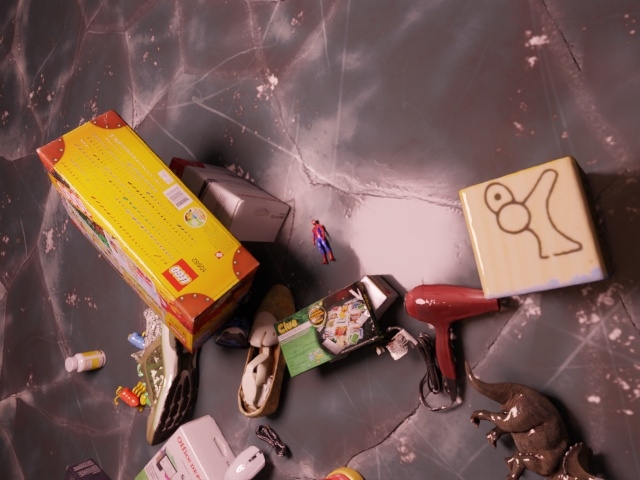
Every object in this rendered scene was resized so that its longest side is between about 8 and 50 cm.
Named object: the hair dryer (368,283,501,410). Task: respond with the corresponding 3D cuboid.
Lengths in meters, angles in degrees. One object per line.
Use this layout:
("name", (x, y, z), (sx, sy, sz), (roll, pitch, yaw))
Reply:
("hair dryer", (0.257, 0.194, 0.999), (0.223, 0.080, 0.293), (44, 119, 12))

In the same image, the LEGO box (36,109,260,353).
("LEGO box", (-0.403, 0.000, 1.167), (0.500, 0.193, 0.372), (45, 153, 7))

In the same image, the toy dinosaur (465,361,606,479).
("toy dinosaur", (0.387, 0.350, 0.885), (0.160, 0.121, 0.313), (-36, 64, 14))

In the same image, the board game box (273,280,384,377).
("board game box", (0.011, 0.205, 1.089), (0.260, 0.030, 0.136), (-31, 73, 29))

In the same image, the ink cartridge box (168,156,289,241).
("ink cartridge box", (-0.249, -0.104, 1.252), (0.273, 0.197, 0.114), (31, 106, 31))

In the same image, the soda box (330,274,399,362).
("soda box", (0.079, 0.180, 1.103), (0.074, 0.069, 0.216), (47, 112, 25))

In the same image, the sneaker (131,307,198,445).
("sneaker", (-0.466, 0.376, 1.396), (0.182, 0.158, 0.409), (5, 83, 23))

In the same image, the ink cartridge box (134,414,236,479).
("ink cartridge box", (-0.376, 0.669, 1.355), (0.278, 0.117, 0.201), (-50, 64, 21))

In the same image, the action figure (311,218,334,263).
("action figure", (0.000, 0.000, 1.187), (0.038, 0.030, 0.115), (-30, 70, 34))

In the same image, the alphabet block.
("alphabet block", (0.379, -0.013, 0.838), (0.193, 0.194, 0.196), (-15, 80, 31))

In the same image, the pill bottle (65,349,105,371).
("pill bottle", (-0.812, 0.418, 1.653), (0.065, 0.116, 0.065), (-2, 87, 33))

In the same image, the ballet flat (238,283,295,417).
("ballet flat", (-0.142, 0.286, 1.217), (0.123, 0.123, 0.348), (13, 95, 33))

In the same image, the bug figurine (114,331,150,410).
("bug figurine", (-0.555, 0.426, 1.510), (0.217, 0.072, 0.278), (14, 95, 33))

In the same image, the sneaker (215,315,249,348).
("sneaker", (-0.224, 0.235, 1.238), (0.080, 0.211, 0.081), (9, 74, -7))

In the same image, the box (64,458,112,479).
("box", (-0.806, 0.873, 1.646), (0.158, 0.093, 0.155), (22, 100, 33))

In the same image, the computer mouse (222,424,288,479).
("computer mouse", (-0.181, 0.574, 1.233), (0.193, 0.042, 0.106), (-46, 62, -6))

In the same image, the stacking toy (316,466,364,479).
("stacking toy", (0.078, 0.666, 1.003), (0.309, 0.130, 0.279), (7, 79, 40))
